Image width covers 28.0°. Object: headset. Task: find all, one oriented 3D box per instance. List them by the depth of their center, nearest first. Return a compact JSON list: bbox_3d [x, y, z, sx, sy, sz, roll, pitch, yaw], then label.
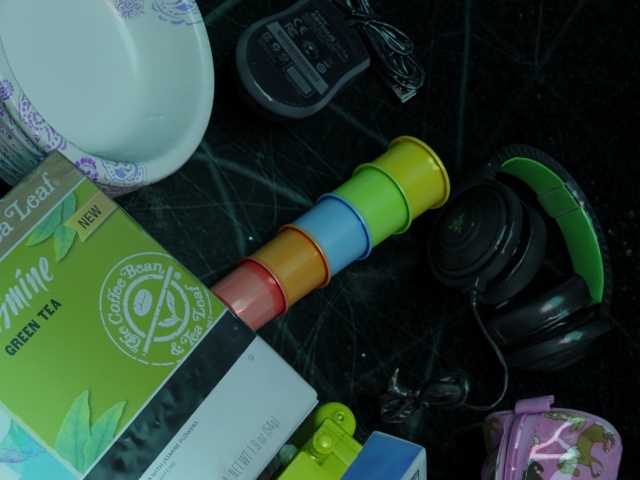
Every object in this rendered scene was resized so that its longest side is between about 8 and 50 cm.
[{"bbox_3d":[0.201,0.059,1.466,0.243,0.185,0.394,51,42,-14],"label":"headset"}]

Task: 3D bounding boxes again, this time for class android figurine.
[{"bbox_3d":[-0.050,0.249,1.161,0.056,0.273,0.248,40,60,5],"label":"android figurine"}]

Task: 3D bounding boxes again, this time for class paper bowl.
[{"bbox_3d":[-0.250,-0.172,1.233,0.284,0.148,0.284,22,60,-45],"label":"paper bowl"}]

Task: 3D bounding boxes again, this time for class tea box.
[{"bbox_3d":[-0.243,0.166,1.105,0.323,0.220,0.329,42,59,-6],"label":"tea box"}]

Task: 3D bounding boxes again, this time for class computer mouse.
[{"bbox_3d":[-0.012,-0.201,1.456,0.272,0.072,0.188,-35,90,-45],"label":"computer mouse"}]

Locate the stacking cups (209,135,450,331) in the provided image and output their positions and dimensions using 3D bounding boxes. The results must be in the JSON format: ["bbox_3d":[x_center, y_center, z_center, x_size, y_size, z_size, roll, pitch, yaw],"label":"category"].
[{"bbox_3d":[0.000,0.000,1.390,0.316,0.096,0.096,-35,92,-28],"label":"stacking cups"}]

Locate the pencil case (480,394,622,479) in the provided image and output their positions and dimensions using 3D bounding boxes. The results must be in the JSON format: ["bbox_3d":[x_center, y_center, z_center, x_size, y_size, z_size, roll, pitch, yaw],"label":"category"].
[{"bbox_3d":[0.218,0.363,1.341,0.160,0.167,0.386,14,65,0],"label":"pencil case"}]

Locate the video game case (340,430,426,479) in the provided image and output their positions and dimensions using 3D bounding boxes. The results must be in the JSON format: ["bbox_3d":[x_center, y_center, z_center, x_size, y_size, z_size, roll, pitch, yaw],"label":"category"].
[{"bbox_3d":[0.013,0.351,1.172,0.269,0.061,0.244,-45,141,-44],"label":"video game case"}]
